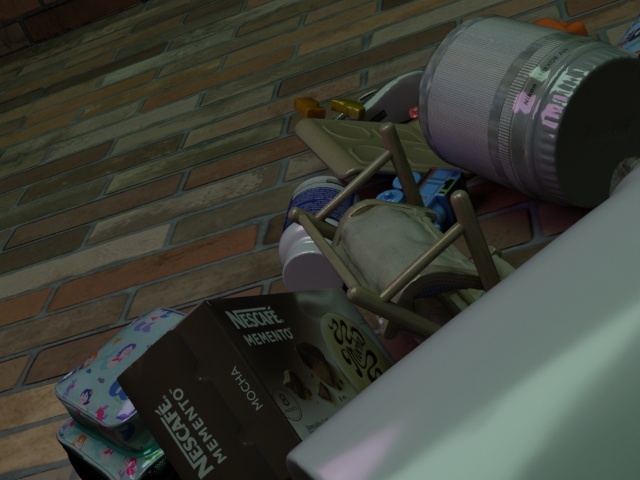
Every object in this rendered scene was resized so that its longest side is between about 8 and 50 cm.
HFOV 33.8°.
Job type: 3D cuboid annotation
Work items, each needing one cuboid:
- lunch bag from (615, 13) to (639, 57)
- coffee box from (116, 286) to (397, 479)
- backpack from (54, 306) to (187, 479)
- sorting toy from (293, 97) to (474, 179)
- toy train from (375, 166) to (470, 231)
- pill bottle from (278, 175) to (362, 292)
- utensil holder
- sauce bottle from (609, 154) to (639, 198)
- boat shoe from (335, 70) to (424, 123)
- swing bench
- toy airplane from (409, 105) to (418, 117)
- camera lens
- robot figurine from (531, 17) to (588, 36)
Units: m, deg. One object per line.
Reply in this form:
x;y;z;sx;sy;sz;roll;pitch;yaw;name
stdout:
0.550;-0.300;1.557;0.293;0.138;0.221;-15;28;45;lunch bag
-0.032;0.148;1.010;0.119;0.168;0.297;-41;-17;19;coffee box
-0.163;0.189;1.217;0.253;0.191;0.225;-34;28;-27;backpack
0.080;-0.157;1.656;0.229;0.041;0.307;-4;27;-22;sorting toy
0.129;-0.032;1.462;0.105;0.080;0.184;8;42;37;toy train
0.000;0.000;1.471;0.112;0.112;0.187;-16;28;17;pill bottle
0.213;0.166;0.793;0.385;0.327;0.327;-35;29;-13;utensil holder
0.476;-0.045;1.072;0.344;0.111;0.111;-5;28;-5;sauce bottle
0.100;-0.229;1.822;0.219;0.078;0.070;-33;30;-11;boat shoe
0.128;0.038;1.180;0.165;0.255;0.253;-42;26;3;swing bench
0.222;-0.218;1.755;0.151;0.028;0.151;-21;28;12;toy airplane
0.282;-0.176;1.412;0.219;0.219;0.274;-36;37;-19;camera lens
0.321;-0.261;1.645;0.219;0.128;0.158;-32;59;-14;robot figurine
